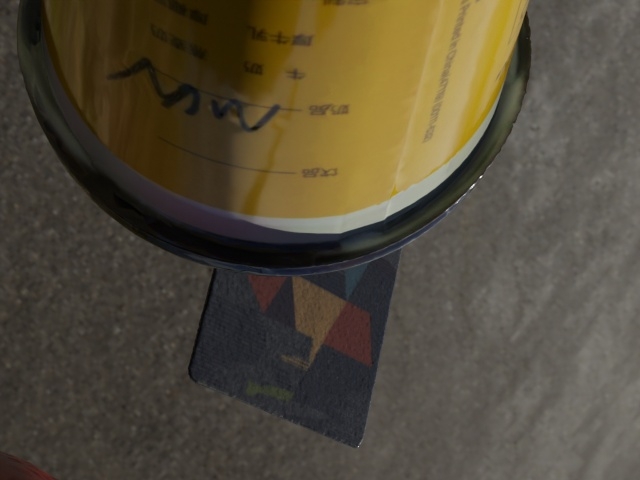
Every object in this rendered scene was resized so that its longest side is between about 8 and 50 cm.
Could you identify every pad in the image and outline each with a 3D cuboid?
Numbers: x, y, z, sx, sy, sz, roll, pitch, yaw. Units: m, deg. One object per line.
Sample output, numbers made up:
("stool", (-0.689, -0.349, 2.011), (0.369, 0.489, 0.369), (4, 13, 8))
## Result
("pad", (0.000, 0.000, 0.694), (0.143, 0.003, 0.211), (29, 65, -40))

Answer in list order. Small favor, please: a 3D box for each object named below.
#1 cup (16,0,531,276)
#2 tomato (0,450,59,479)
("cup", (-0.008, -0.112, 0.378), (0.196, 0.196, 0.279), (-39, 168, -17))
("tomato", (-0.158, 0.220, 0.345), (0.293, 0.290, 0.325), (11, 114, -8))
